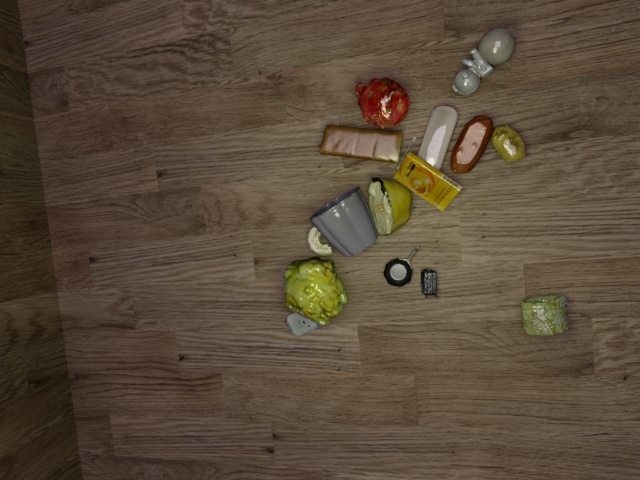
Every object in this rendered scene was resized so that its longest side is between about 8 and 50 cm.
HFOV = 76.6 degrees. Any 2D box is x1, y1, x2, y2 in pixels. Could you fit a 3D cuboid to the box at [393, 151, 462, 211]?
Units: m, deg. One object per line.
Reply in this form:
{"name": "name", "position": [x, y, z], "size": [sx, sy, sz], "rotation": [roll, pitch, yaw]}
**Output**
{"name": "box", "position": [0.462, -0.255, 1.764], "size": [0.269, 0.043, 0.152], "rotation": [37, 144, 8]}

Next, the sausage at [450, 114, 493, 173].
{"name": "sausage", "position": [0.635, -0.402, 1.707], "size": [0.133, 0.133, 0.258], "rotation": [25, 103, 11]}

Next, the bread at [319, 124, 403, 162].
{"name": "bread", "position": [0.185, -0.439, 1.841], "size": [0.362, 0.077, 0.138], "rotation": [10, 98, 13]}

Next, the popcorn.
{"name": "popcorn", "position": [-0.020, 0.226, 1.850], "size": [0.313, 0.312, 0.311], "rotation": [1, 95, 14]}

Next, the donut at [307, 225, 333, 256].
{"name": "donut", "position": [-0.005, -0.002, 1.932], "size": [0.108, 0.065, 0.165], "rotation": [-15, 92, 15]}

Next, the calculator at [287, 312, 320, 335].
{"name": "calculator", "position": [-0.066, 0.386, 1.993], "size": [0.210, 0.039, 0.121], "rotation": [-26, 90, 14]}

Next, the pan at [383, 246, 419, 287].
{"name": "pan", "position": [0.389, 0.127, 1.852], "size": [0.202, 0.048, 0.128], "rotation": [-30, 88, 16]}

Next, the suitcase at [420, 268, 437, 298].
{"name": "suitcase", "position": [0.486, 0.191, 1.816], "size": [0.059, 0.086, 0.126], "rotation": [-2, 95, -1]}

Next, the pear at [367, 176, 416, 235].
{"name": "pear", "position": [0.324, -0.165, 1.790], "size": [0.178, 0.267, 0.266], "rotation": [-17, 90, -17]}

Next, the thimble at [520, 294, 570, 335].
{"name": "thimble", "position": [0.941, 0.310, 1.688], "size": [0.191, 0.137, 0.143], "rotation": [-11, 90, 0]}

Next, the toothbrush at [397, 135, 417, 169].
{"name": "toothbrush", "position": [0.389, -0.395, 1.828], "size": [0.014, 0.011, 0.167], "rotation": [29, 101, 5]}

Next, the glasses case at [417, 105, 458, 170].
{"name": "glasses case", "position": [0.505, -0.434, 1.762], "size": [0.113, 0.075, 0.296], "rotation": [20, 99, 14]}

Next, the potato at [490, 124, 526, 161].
{"name": "potato", "position": [0.785, -0.406, 1.695], "size": [0.107, 0.080, 0.170], "rotation": [-29, 89, 27]}

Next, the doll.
{"name": "doll", "position": [0.664, -0.724, 1.670], "size": [0.151, 0.151, 0.287], "rotation": [42, 107, 7]}

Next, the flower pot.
{"name": "flower pot", "position": [0.123, -0.072, 1.802], "size": [0.265, 0.265, 0.243], "rotation": [-32, 97, 14]}

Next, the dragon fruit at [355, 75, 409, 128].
{"name": "dragon fruit", "position": [0.261, -0.600, 1.755], "size": [0.268, 0.210, 0.205], "rotation": [37, 120, 28]}
